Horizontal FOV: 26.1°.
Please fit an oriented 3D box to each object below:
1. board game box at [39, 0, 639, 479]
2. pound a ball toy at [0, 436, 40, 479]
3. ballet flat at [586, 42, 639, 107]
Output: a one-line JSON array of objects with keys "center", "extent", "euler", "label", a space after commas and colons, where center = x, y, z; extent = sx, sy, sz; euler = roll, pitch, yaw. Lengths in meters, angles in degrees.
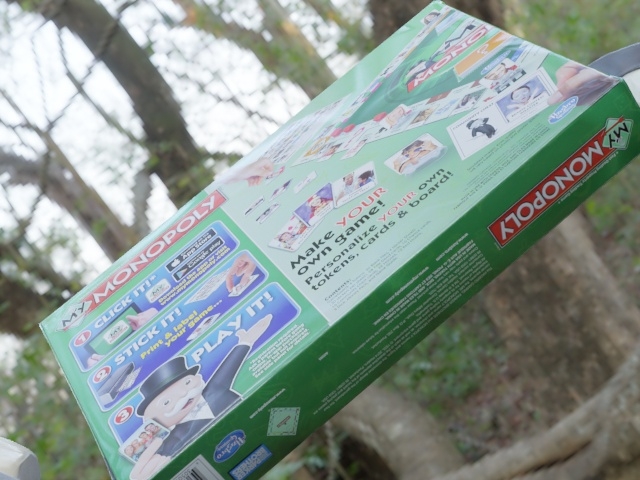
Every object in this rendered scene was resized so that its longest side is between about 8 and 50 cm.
[{"center": [0.000, 0.000, 0.763], "extent": [0.317, 0.046, 0.213], "euler": [-40, 29, -4], "label": "board game box"}, {"center": [-0.130, 0.202, 0.473], "extent": [0.136, 0.319, 0.208], "euler": [-8, -19, 6], "label": "pound a ball toy"}, {"center": [0.267, -0.109, 0.976], "extent": [0.203, 0.074, 0.074], "euler": [-8, 9, 26], "label": "ballet flat"}]
